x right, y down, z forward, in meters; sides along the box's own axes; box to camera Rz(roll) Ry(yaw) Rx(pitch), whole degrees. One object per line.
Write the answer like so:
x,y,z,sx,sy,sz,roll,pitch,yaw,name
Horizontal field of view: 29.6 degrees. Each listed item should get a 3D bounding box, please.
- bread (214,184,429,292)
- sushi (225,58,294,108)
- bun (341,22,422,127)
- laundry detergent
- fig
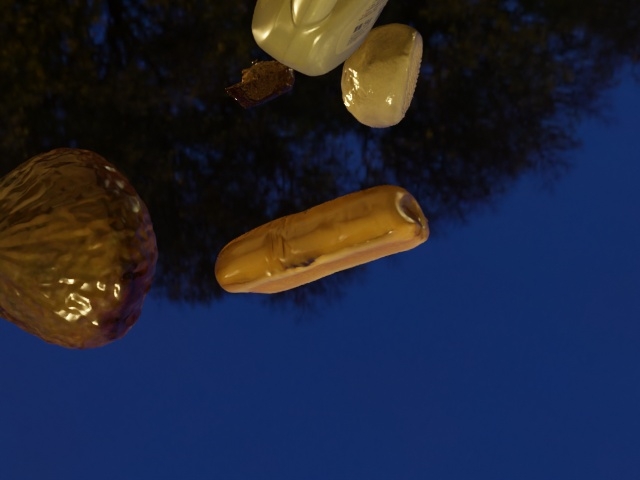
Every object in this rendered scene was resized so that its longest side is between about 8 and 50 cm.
0.000,0.000,1.652,0.305,0.142,0.091,-19,-99,28,bread
-0.082,-0.234,1.759,0.118,0.060,0.061,-33,-162,-36,sushi
0.089,-0.254,1.876,0.113,0.173,0.166,16,-132,8,bun
0.039,-0.246,0.861,0.091,0.253,0.181,32,-133,-2,laundry detergent
-0.422,0.016,1.653,0.369,0.286,0.286,-1,-140,-39,fig
